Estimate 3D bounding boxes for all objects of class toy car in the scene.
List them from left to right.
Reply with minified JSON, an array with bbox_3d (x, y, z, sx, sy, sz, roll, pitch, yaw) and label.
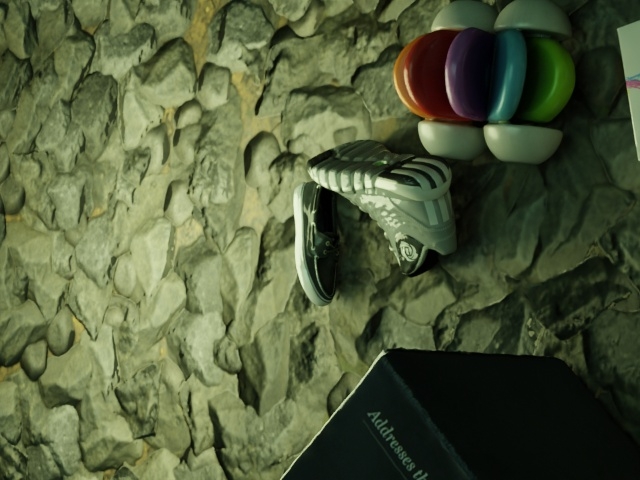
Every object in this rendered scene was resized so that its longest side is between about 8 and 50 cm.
[{"bbox_3d":[0.151,-0.158,1.346,0.182,0.136,0.159,7,90,41],"label":"toy car"}]

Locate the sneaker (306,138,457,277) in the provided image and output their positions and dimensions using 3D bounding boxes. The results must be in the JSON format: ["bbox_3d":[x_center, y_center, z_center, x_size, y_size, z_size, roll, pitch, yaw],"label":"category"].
[{"bbox_3d":[0.067,-0.026,1.447,0.229,0.086,0.132,22,133,61],"label":"sneaker"}]

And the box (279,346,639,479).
[{"bbox_3d":[0.132,0.424,1.198,0.471,0.297,0.480,-54,54,25],"label":"box"}]

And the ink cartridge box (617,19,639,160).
[{"bbox_3d":[0.328,-0.142,1.221,0.090,0.092,0.143,-17,73,39],"label":"ink cartridge box"}]

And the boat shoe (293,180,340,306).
[{"bbox_3d":[0.000,0.000,1.520,0.040,0.049,0.142,-20,71,38],"label":"boat shoe"}]
